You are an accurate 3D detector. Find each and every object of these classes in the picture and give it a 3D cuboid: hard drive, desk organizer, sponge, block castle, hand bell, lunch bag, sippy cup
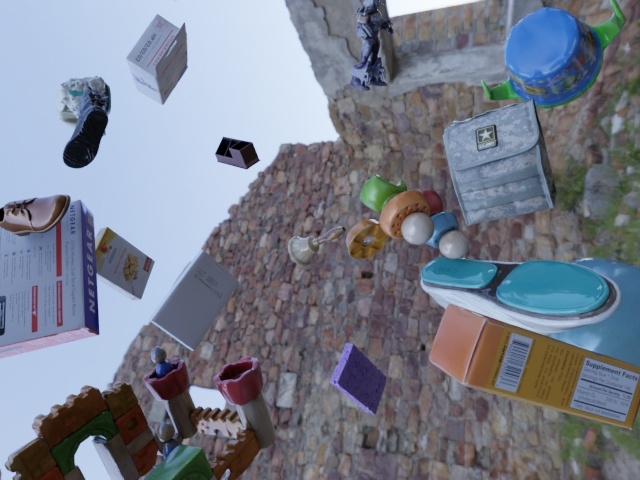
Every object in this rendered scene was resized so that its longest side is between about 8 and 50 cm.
[{"bbox_3d":[-0.520,0.249,1.753,0.233,0.047,0.353,49,-125,-30],"label":"hard drive"},{"bbox_3d":[-0.210,-0.216,1.017,0.047,0.130,0.050,-42,-48,-28],"label":"desk organizer"},{"bbox_3d":[0.112,0.388,1.158,0.210,0.031,0.117,49,-127,-34],"label":"sponge"},{"bbox_3d":[-0.315,0.354,0.669,0.453,0.303,0.212,-35,-71,-54],"label":"block castle"},{"bbox_3d":[0.000,0.000,1.572,0.126,0.242,0.126,24,-127,-36],"label":"hand bell"},{"bbox_3d":[0.482,-0.212,1.125,0.169,0.235,0.287,-38,-69,-51],"label":"lunch bag"},{"bbox_3d":[0.593,-0.485,1.088,0.224,0.240,0.305,-7,-52,-51],"label":"sippy cup"}]

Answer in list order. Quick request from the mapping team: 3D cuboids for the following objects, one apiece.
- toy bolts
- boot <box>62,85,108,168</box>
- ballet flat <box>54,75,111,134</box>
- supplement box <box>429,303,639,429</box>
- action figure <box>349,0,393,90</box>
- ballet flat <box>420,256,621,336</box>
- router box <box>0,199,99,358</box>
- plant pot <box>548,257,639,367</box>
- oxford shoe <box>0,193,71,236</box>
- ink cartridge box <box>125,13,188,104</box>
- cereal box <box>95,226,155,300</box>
[{"bbox_3d":[0.188,-0.007,0.859,0.229,0.158,0.218,1,-51,-34],"label":"toy bolts"},{"bbox_3d":[-0.391,-0.190,0.693,0.045,0.099,0.121,21,-66,-43],"label":"boot"},{"bbox_3d":[-0.701,-0.391,1.219,0.147,0.409,0.147,0,-90,-30],"label":"ballet flat"},{"bbox_3d":[0.251,0.145,0.478,0.078,0.233,0.080,-166,97,-75],"label":"supplement box"},{"bbox_3d":[0.163,-0.629,1.308,0.185,0.099,0.285,-38,-37,-36],"label":"action figure"},{"bbox_3d":[0.354,0.107,0.771,0.139,0.400,0.139,-1,-88,-27],"label":"ballet flat"},{"bbox_3d":[-0.693,0.090,0.967,0.082,0.301,0.335,99,157,-64],"label":"router box"},{"bbox_3d":[0.644,0.211,0.957,0.195,0.290,0.290,-43,-40,-19],"label":"plant pot"},{"bbox_3d":[-0.622,-0.059,0.890,0.076,0.212,0.076,41,-140,-54],"label":"oxford shoe"},{"bbox_3d":[-0.302,-0.341,0.780,0.104,0.062,0.181,-62,14,-10],"label":"ink cartridge box"},{"bbox_3d":[-0.719,0.088,1.498,0.240,0.047,0.173,51,-144,-46],"label":"cereal box"}]
